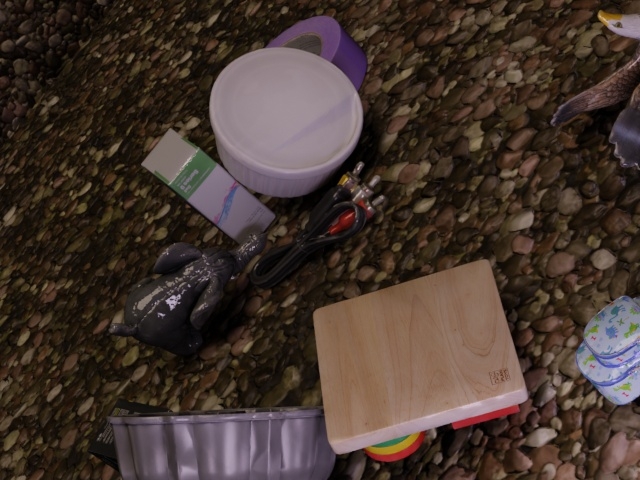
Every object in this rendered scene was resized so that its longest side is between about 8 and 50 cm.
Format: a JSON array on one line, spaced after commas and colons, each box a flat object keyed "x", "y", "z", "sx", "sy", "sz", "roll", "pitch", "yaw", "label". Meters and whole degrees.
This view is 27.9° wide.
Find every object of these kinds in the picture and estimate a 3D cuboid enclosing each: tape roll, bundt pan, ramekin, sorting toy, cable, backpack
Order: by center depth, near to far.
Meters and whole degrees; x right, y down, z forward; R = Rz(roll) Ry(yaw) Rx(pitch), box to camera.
[{"x": 0.364, "y": 0.130, "z": 1.547, "sx": 0.114, "sy": 0.084, "sz": 0.105, "roll": -44, "pitch": 29, "yaw": 9, "label": "backpack"}, {"x": 0.133, "y": 0.170, "z": 1.711, "sx": 0.255, "sy": 0.089, "sz": 0.257, "roll": -17, "pitch": 38, "yaw": 8, "label": "sorting toy"}, {"x": -0.126, "y": 0.294, "z": 1.765, "sx": 0.331, "sy": 0.331, "sz": 0.124, "roll": -10, "pitch": 81, "yaw": 44, "label": "bundt pan"}, {"x": 0.000, "y": 0.000, "z": 2.176, "sx": 0.287, "sy": 0.072, "sz": 0.139, "roll": -49, "pitch": 39, "yaw": 19, "label": "cable"}, {"x": -0.065, "y": -0.197, "z": 2.273, "sx": 0.127, "sy": 0.273, "sz": 0.273, "roll": 103, "pitch": -173, "yaw": -58, "label": "ramekin"}, {"x": -0.043, "y": -0.307, "z": 2.514, "sx": 0.275, "sy": 0.090, "sz": 0.275, "roll": -30, "pitch": 35, "yaw": 24, "label": "tape roll"}]

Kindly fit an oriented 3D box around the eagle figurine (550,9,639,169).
[{"x": 0.472, "y": -0.256, "z": 1.800, "sx": 0.226, "sy": 0.225, "sz": 0.298, "roll": -21, "pitch": -49, "yaw": -69, "label": "eagle figurine"}]

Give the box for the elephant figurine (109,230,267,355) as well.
[{"x": -0.221, "y": 0.072, "z": 2.206, "sx": 0.239, "sy": 0.169, "sz": 0.186, "roll": -44, "pitch": 27, "yaw": 22, "label": "elephant figurine"}]

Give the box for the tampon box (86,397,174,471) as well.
[{"x": -0.263, "y": 0.328, "z": 2.032, "sx": 0.161, "sy": 0.120, "sz": 0.101, "roll": 2, "pitch": 57, "yaw": 51, "label": "tampon box"}]

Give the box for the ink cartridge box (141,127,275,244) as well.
[{"x": -0.203, "y": -0.092, "z": 2.346, "sx": 0.093, "sy": 0.212, "sz": 0.154, "roll": -52, "pitch": 33, "yaw": -2, "label": "ink cartridge box"}]
